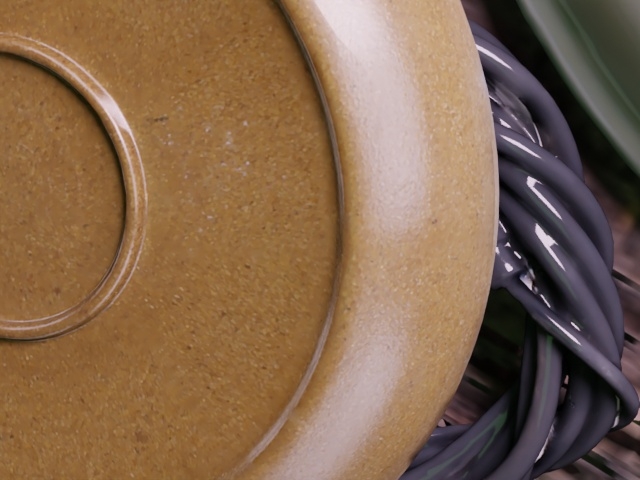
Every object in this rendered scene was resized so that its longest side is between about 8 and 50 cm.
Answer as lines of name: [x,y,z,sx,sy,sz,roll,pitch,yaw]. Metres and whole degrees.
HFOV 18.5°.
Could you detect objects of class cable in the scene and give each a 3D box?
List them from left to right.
cable: [0.000,0.000,0.513,0.184,0.047,0.150,21,110,12]

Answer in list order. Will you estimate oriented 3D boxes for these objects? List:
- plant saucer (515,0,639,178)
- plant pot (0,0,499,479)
plant saucer: [0.207,-0.122,0.373,0.400,0.100,0.400,6,112,14]
plant pot: [-0.073,-0.015,0.490,0.236,0.032,0.236,5,105,20]
